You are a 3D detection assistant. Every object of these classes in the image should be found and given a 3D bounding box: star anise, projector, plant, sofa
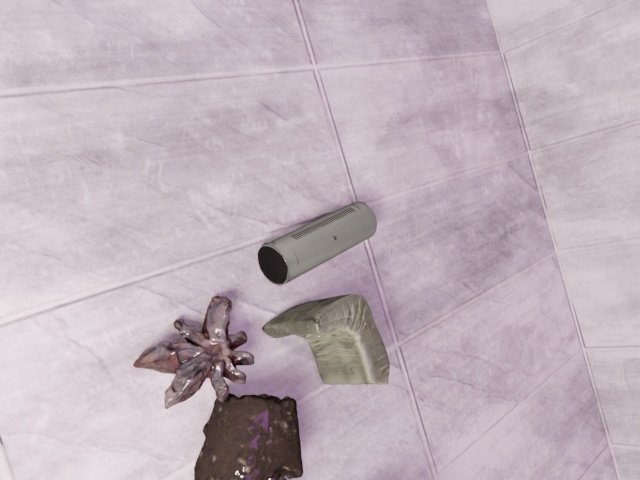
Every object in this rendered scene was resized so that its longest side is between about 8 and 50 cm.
[{"bbox_3d":[-0.237,0.227,1.223,0.198,0.110,0.258,40,45,21],"label":"star anise"},{"bbox_3d":[0.000,0.000,1.510,0.338,0.108,0.108,-27,99,-41],"label":"projector"},{"bbox_3d":[-0.140,0.448,1.237,0.189,0.199,0.275,22,68,-41],"label":"plant"},{"bbox_3d":[0.020,0.249,1.411,0.176,0.210,0.225,-27,100,-43],"label":"sofa"}]
